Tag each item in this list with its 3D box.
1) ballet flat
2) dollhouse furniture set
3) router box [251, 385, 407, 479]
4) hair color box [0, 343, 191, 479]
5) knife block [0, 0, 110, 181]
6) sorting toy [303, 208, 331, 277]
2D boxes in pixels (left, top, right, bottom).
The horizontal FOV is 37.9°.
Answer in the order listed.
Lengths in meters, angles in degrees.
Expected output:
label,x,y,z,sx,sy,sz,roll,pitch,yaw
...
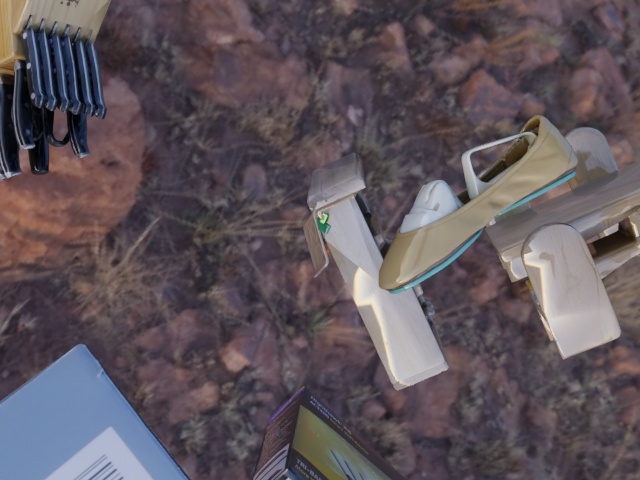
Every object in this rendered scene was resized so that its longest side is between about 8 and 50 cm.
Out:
label,x,y,z,sx,sy,sz,roll,pitch,yaw
ballet flat,0.133,-0.039,0.858,0.232,0.080,0.073,-33,101,-18
dollhouse furniture set,0.215,-0.034,1.115,0.362,0.394,0.257,-86,151,-75
router box,0.054,0.356,1.188,0.309,0.081,0.243,43,12,-8
hair color box,-0.146,0.191,0.645,0.113,0.374,0.185,-38,89,-17
knife block,-0.310,-0.200,0.942,0.088,0.242,0.275,5,30,-50
sorting toy,0.000,0.000,0.955,0.012,0.083,0.062,-9,78,-14
